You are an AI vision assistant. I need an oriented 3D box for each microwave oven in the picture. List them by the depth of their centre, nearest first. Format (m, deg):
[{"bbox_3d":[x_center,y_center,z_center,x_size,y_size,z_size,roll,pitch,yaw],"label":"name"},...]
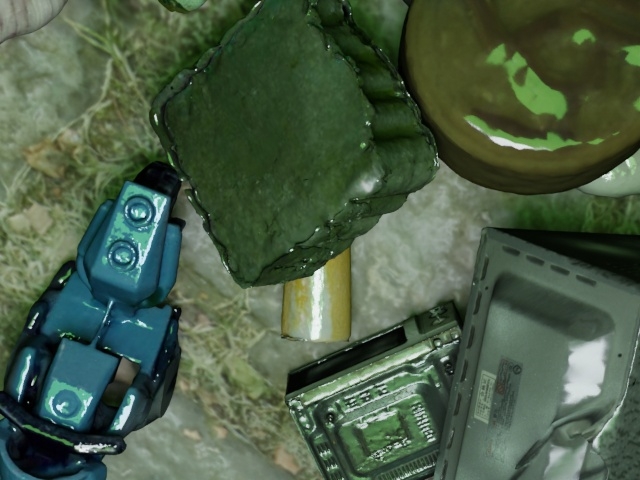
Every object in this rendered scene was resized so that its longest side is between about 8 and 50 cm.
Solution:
[{"bbox_3d":[0.300,0.224,1.565,0.374,0.236,0.432,2,103,-34],"label":"microwave oven"},{"bbox_3d":[0.083,0.180,1.681,0.205,0.129,0.163,-25,98,6],"label":"microwave oven"}]

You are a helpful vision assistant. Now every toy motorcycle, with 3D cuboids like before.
[{"bbox_3d":[-0.233,0.121,1.622,0.172,0.232,0.416,23,100,-1],"label":"toy motorcycle"}]

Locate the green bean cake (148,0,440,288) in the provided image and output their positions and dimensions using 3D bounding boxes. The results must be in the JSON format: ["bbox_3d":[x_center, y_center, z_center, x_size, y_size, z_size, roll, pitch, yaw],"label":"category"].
[{"bbox_3d":[-0.025,-0.107,1.555,0.255,0.132,0.241,-41,68,36],"label":"green bean cake"}]

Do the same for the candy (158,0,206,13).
[{"bbox_3d":[-0.195,-0.304,1.601,0.202,0.061,0.061,35,100,-31],"label":"candy"}]

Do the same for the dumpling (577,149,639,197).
[{"bbox_3d":[0.311,-0.119,1.640,0.177,0.092,0.150,13,93,7],"label":"dumpling"}]

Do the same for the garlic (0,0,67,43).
[{"bbox_3d":[-0.356,-0.324,1.531,0.245,0.253,0.245,4,63,-7],"label":"garlic"}]

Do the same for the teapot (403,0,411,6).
[{"bbox_3d":[0.127,-0.236,1.649,0.043,0.043,0.110,-38,102,7],"label":"teapot"}]

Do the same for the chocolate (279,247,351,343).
[{"bbox_3d":[0.000,0.000,1.680,0.086,0.085,0.219,4,97,0],"label":"chocolate"}]

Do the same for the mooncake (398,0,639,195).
[{"bbox_3d":[0.218,-0.190,1.537,0.285,0.155,0.284,-1,80,3],"label":"mooncake"}]
